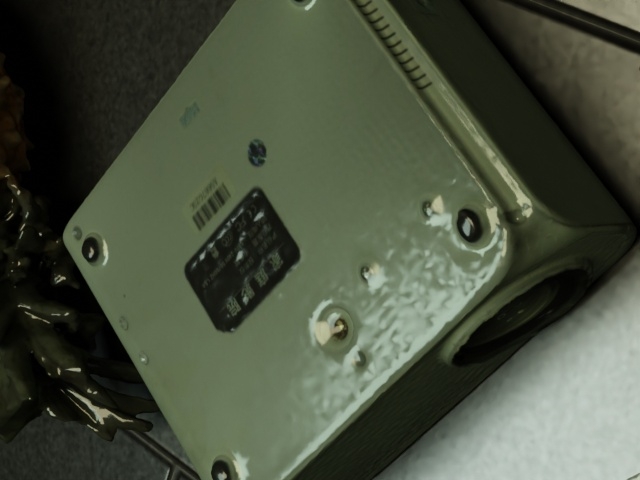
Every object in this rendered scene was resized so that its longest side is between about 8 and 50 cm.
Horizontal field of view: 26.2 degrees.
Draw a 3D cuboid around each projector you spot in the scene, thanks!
[{"bbox_3d":[0.000,0.000,0.686,0.250,0.108,0.198,-46,66,30],"label":"projector"}]

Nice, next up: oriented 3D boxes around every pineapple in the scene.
[{"bbox_3d":[-0.221,-0.007,0.855,0.169,0.169,0.340,-38,82,34],"label":"pineapple"}]

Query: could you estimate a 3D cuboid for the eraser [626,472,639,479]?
[{"bbox_3d":[0.171,0.136,0.610,0.038,0.019,0.083,-37,69,32],"label":"eraser"}]
